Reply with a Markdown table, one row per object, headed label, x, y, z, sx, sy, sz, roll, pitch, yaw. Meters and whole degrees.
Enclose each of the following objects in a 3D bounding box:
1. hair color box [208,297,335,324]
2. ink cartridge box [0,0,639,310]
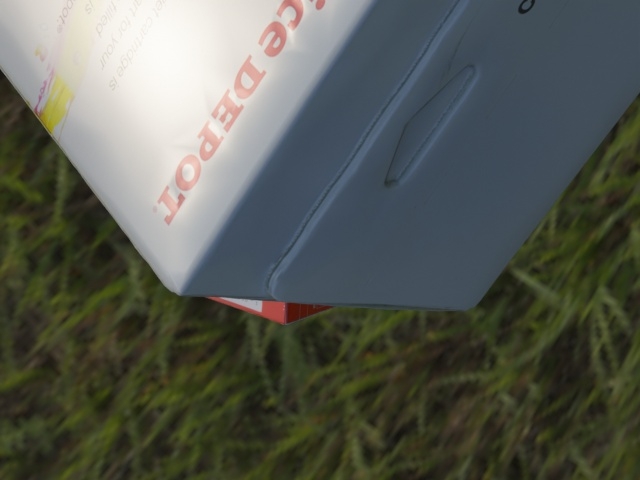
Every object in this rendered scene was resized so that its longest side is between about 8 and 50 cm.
| label | x | y | z | sx | sy | sz | roll | pitch | yaw |
| --- | --- | --- | --- | --- | --- | --- | --- | --- | --- |
| hair color box | 0.000 | 0.000 | 1.217 | 0.093 | 0.167 | 0.053 | 17 | 111 | 37 |
| ink cartridge box | -0.009 | -0.083 | 0.528 | 0.128 | 0.127 | 0.176 | -55 | 55 | 24 |
